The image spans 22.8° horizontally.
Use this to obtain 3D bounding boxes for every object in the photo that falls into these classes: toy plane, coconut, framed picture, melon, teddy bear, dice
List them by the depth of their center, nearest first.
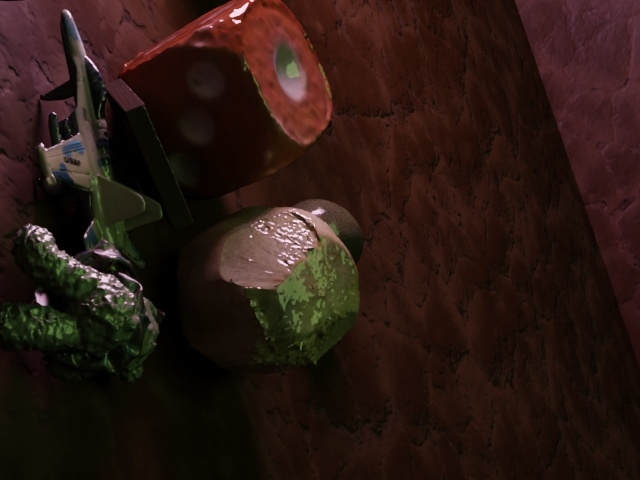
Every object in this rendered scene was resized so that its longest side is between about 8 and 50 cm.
[{"bbox_3d":[-0.192,0.067,1.414,0.213,0.111,0.133,34,68,-54],"label":"teddy bear"},{"bbox_3d":[-0.230,-0.098,1.528,0.192,0.088,0.262,23,41,-64],"label":"toy plane"},{"bbox_3d":[-0.173,-0.088,1.574,0.168,0.023,0.128,-136,-157,-70],"label":"framed picture"},{"bbox_3d":[-0.060,0.053,1.643,0.194,0.194,0.194,44,35,-43],"label":"coconut"},{"bbox_3d":[-0.105,-0.156,1.706,0.174,0.179,0.175,63,30,-16],"label":"dice"},{"bbox_3d":[0.000,0.000,1.888,0.131,0.098,0.098,34,42,-63],"label":"melon"}]
